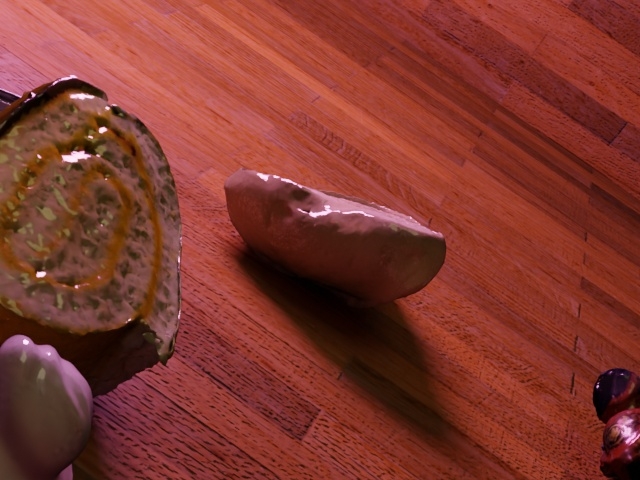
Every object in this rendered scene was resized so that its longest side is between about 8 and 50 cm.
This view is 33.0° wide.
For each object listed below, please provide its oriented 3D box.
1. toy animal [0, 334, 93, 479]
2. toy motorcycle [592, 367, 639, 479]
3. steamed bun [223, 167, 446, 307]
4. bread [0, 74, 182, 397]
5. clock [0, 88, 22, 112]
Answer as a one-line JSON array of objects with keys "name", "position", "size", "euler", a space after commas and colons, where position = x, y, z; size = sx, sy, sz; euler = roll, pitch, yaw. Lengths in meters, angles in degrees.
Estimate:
[{"name": "toy animal", "position": [-0.252, 0.074, 0.467], "size": [0.310, 0.247, 0.183], "euler": [46, 44, -28]}, {"name": "toy motorcycle", "position": [0.408, 0.226, 1.177], "size": [0.401, 0.134, 0.207], "euler": [2, 44, -50]}, {"name": "steamed bun", "position": [0.024, 0.009, 1.115], "size": [0.231, 0.111, 0.212], "euler": [12, 8, -35]}, {"name": "bread", "position": [-0.190, -0.001, 0.771], "size": [0.186, 0.124, 0.257], "euler": [38, 38, -29]}, {"name": "clock", "position": [-0.277, -0.067, 0.916], "size": [0.192, 0.071, 0.147], "euler": [21, 26, -29]}]
